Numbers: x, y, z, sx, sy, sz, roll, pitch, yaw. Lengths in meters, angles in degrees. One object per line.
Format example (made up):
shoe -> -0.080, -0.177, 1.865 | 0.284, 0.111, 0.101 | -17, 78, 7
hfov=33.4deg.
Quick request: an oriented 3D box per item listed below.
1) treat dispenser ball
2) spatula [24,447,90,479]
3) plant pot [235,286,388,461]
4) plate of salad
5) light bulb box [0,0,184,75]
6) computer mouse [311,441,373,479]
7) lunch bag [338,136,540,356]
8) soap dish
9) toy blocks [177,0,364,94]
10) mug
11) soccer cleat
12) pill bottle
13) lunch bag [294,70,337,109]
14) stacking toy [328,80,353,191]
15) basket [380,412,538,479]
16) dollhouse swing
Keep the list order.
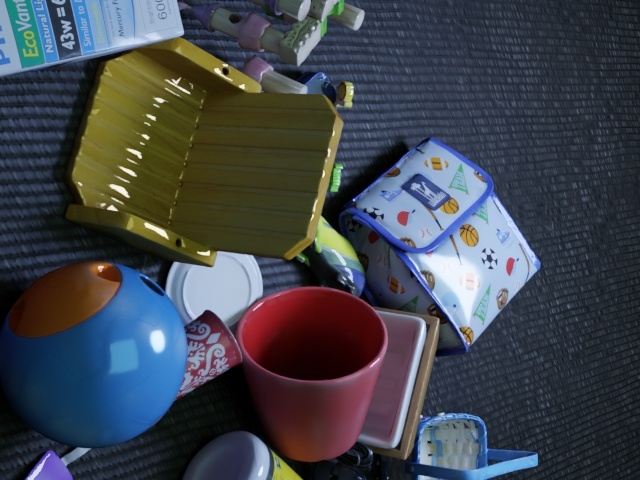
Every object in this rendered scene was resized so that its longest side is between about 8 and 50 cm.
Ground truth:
treat dispenser ball -> -0.349, 0.175, 1.650 | 0.288, 0.288, 0.288 | -1, 91, -45
spatula -> -0.387, 0.336, 1.797 | 0.296, 0.030, 0.084 | -47, 122, -34
plant pot -> -0.016, 0.261, 1.991 | 0.275, 0.275, 0.243 | -35, 139, -39
plate of salad -> -0.198, 0.092, 1.968 | 0.200, 0.048, 0.200 | -1, 93, -32
light bulb box -> -0.444, -0.436, 1.597 | 0.361, 0.225, 0.358 | -25, 108, -43
computer mouse -> 0.026, 0.510, 2.125 | 0.072, 0.188, 0.272 | -39, 128, -46
lunch bag -> 0.243, 0.009, 2.287 | 0.328, 0.239, 0.385 | -41, 102, -36
soap dish -> 0.112, 0.284, 2.167 | 0.118, 0.229, 0.291 | 39, 63, -56
toy blocks -> -0.088, -0.465, 1.936 | 0.288, 0.260, 0.309 | -55, 163, -27
mug -> -0.236, 0.222, 1.859 | 0.169, 0.113, 0.150 | -32, 149, -24
soccer cleat -> -0.001, 0.001, 2.151 | 0.289, 0.093, 0.121 | 57, 32, -26
pill bottle -> -0.093, 0.516, 1.979 | 0.334, 0.188, 0.188 | 51, 57, -33
lunch bag -> -0.010, -0.288, 2.138 | 0.067, 0.065, 0.098 | -40, 117, -14
stacking toy -> -0.025, -0.203, 2.082 | 0.167, 0.052, 0.221 | 0, 103, -27
basket -> 0.281, 0.471, 2.276 | 0.255, 0.289, 0.201 | 3, 88, -46
dollhouse swing -> -0.192, -0.152, 1.795 | 0.315, 0.305, 0.347 | 26, 73, -42
